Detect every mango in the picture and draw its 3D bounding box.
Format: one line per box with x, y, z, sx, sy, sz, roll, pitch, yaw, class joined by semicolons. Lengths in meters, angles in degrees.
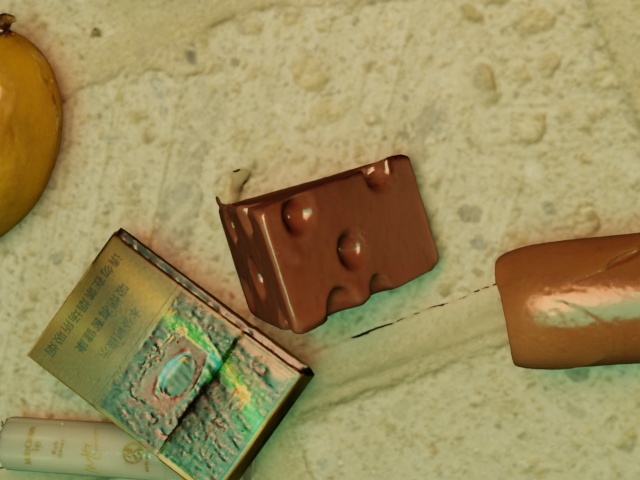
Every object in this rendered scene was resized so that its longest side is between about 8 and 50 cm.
-0.354;-0.084;1.306;0.176;0.119;0.317;33;115;1;mango

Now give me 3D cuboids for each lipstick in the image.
-0.201;0.217;1.361;0.263;0.059;0.059;2;102;12;lipstick

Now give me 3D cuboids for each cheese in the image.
0.016;-0.007;1.224;0.177;0.203;0.128;-19;96;-14;cheese

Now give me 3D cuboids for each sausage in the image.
0.313;0.048;1.183;0.304;0.121;0.121;-6;100;14;sausage

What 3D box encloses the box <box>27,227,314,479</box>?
-0.145;0.119;1.293;0.240;0.071;0.159;35;90;11;box
